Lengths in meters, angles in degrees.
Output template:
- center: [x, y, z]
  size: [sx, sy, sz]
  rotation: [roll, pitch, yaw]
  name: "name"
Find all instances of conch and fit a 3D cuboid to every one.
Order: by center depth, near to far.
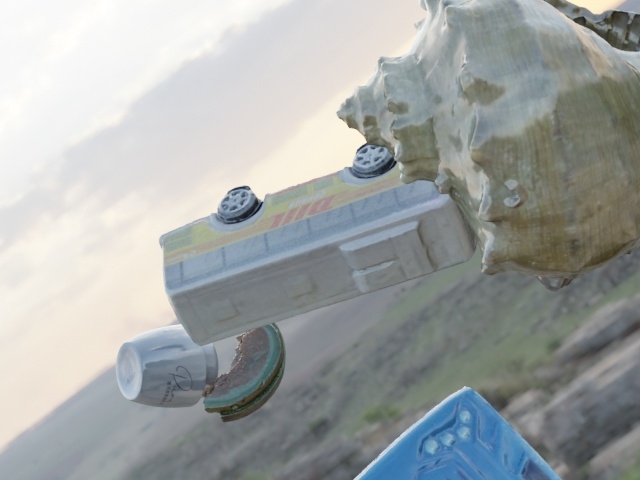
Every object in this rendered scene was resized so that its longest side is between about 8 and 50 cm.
- center: [0.168, -0.083, 0.919]
  size: [0.263, 0.324, 0.186]
  rotation: [-96, 26, -45]
  name: "conch"

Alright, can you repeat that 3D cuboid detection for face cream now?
- center: [-0.167, 0.138, 1.493]
  size: [0.095, 0.091, 0.091]
  rotation: [-2, -20, -34]
  name: "face cream"

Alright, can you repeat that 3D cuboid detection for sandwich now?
- center: [-0.074, 0.138, 1.492]
  size: [0.029, 0.067, 0.135]
  rotation: [81, -151, -55]
  name: "sandwich"

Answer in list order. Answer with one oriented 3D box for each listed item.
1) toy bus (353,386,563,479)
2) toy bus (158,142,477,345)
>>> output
- center: [0.035, 0.172, 0.579]
  size: [0.134, 0.113, 0.246]
  rotation: [-34, -18, -27]
  name: "toy bus"
- center: [0.000, 0.000, 1.137]
  size: [0.268, 0.092, 0.106]
  rotation: [-18, 40, 9]
  name: "toy bus"
